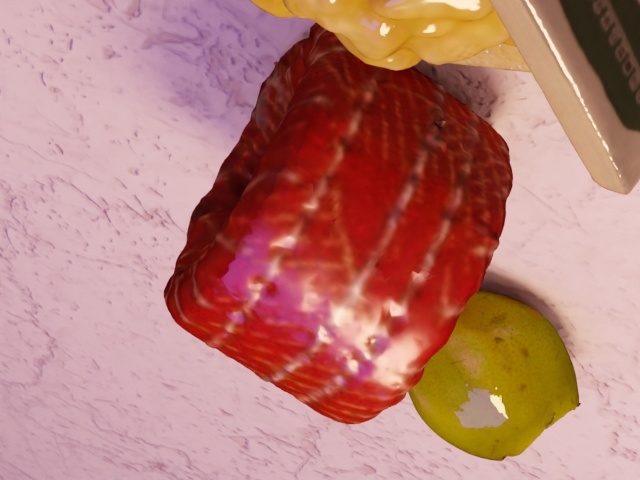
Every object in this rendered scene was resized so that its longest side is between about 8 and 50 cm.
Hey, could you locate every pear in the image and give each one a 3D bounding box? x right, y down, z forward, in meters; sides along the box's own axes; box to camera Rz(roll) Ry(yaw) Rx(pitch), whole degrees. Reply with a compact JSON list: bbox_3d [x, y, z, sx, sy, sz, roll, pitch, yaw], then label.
[{"bbox_3d":[0.177,0.140,1.613,0.220,0.187,0.187,49,148,3],"label":"pear"}]

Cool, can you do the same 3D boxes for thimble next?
[{"bbox_3d":[0.015,-0.018,1.345,0.230,0.350,0.350,31,149,-11],"label":"thimble"}]

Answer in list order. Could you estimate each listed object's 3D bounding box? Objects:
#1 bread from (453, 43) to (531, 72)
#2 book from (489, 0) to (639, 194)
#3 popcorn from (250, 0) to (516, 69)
[{"bbox_3d":[0.152,-0.206,1.210,0.188,0.068,0.125,9,145,27],"label":"bread"},{"bbox_3d":[0.223,-0.245,0.821,0.043,0.371,0.260,19,154,50],"label":"book"},{"bbox_3d":[0.059,-0.267,0.953,0.349,0.349,0.381,32,158,-10],"label":"popcorn"}]
